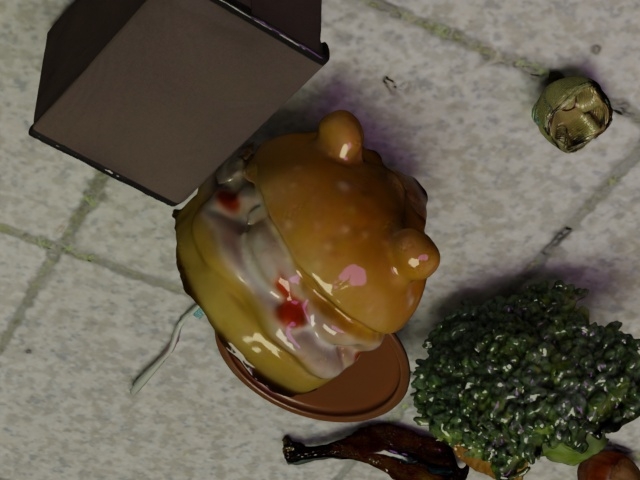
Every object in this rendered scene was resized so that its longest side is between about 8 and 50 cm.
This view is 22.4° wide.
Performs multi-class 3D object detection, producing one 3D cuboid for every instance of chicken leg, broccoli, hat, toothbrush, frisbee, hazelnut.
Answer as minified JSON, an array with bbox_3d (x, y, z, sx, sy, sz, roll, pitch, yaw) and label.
[{"bbox_3d":[0.074,0.285,2.146,0.253,0.051,0.106,11,141,-3],"label":"chicken leg"},{"bbox_3d":[0.263,0.174,1.904,0.248,0.288,0.245,-58,145,0],"label":"broccoli"},{"bbox_3d":[0.257,-0.137,1.682,0.076,0.059,0.077,-44,138,-2],"label":"hat"},{"bbox_3d":[-0.194,0.135,2.027,0.022,0.017,0.204,37,129,-6],"label":"toothbrush"},{"bbox_3d":[-0.010,0.136,1.973,0.250,0.021,0.251,13,137,12],"label":"frisbee"},{"bbox_3d":[0.380,0.317,2.143,0.086,0.086,0.086,2,137,2],"label":"hazelnut"}]

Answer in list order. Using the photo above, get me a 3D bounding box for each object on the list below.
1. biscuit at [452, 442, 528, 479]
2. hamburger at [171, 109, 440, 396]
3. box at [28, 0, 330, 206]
[{"bbox_3d":[0.234,0.234,2.092,0.144,0.033,0.224,9,136,-3],"label":"biscuit"},{"bbox_3d":[0.000,0.000,1.706,0.237,0.276,0.276,-38,124,21],"label":"hamburger"},{"bbox_3d":[-0.138,-0.189,1.585,0.188,0.153,0.252,27,131,-25],"label":"box"}]
